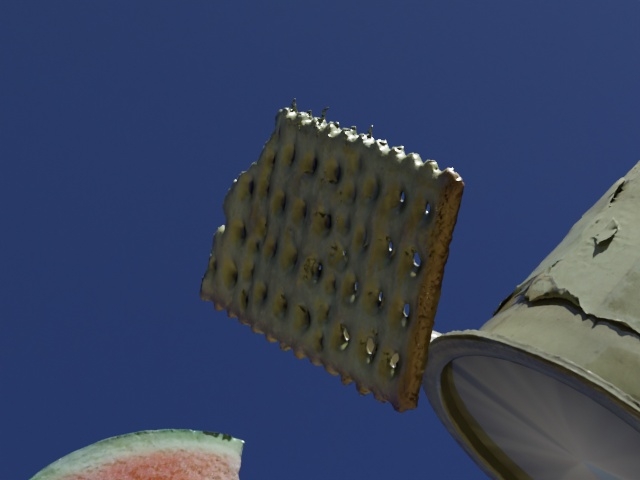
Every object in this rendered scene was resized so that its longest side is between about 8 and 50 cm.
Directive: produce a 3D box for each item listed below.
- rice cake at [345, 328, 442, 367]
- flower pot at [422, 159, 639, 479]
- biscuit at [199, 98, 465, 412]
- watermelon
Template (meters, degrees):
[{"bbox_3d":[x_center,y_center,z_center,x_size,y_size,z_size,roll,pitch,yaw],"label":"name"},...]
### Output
[{"bbox_3d":[0.047,0.084,1.305,0.256,0.057,0.052,21,-112,1],"label":"rice cake"},{"bbox_3d":[0.191,0.054,0.791,0.212,0.212,0.202,46,-112,-23],"label":"flower pot"},{"bbox_3d":[0.001,0.000,0.790,0.016,0.203,0.144,2,-73,-38],"label":"biscuit"},{"bbox_3d":[-0.160,0.222,1.135,0.207,0.202,0.136,6,-88,-47],"label":"watermelon"}]
